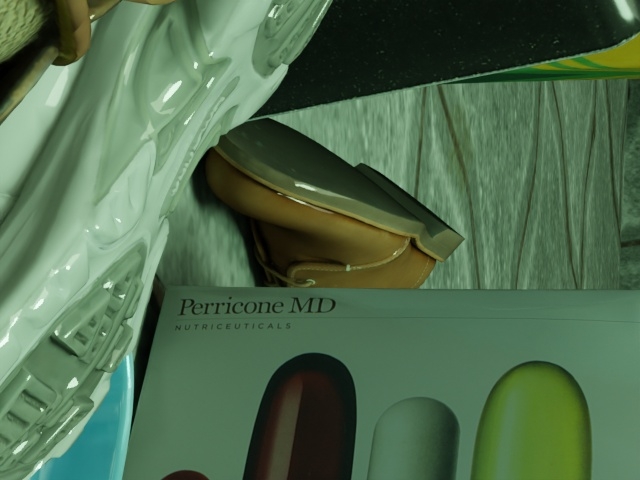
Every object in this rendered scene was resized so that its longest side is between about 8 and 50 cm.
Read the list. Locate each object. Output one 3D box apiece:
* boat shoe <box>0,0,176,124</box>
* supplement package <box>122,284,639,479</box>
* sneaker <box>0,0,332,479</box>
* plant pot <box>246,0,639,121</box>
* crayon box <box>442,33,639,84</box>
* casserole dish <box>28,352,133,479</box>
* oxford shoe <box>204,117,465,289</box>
[{"bbox_3d":[-0.074,-0.080,0.303,0.123,0.123,0.342,45,56,-72],"label":"boat shoe"},{"bbox_3d":[0.032,0.138,0.642,0.149,0.194,0.203,74,20,-50],"label":"supplement package"},{"bbox_3d":[-0.081,-0.029,0.409,0.232,0.115,0.090,-59,170,-22],"label":"sneaker"},{"bbox_3d":[-0.015,-0.160,0.518,0.188,0.187,0.167,-77,150,-43],"label":"plant pot"},{"bbox_3d":[0.158,-0.184,0.903,0.083,0.323,0.203,-6,95,-76],"label":"crayon box"},{"bbox_3d":[-0.090,0.073,0.474,0.114,0.037,0.188,69,23,-54],"label":"casserole dish"},{"bbox_3d":[0.000,0.000,0.800,0.076,0.076,0.212,-51,154,5],"label":"oxford shoe"}]
